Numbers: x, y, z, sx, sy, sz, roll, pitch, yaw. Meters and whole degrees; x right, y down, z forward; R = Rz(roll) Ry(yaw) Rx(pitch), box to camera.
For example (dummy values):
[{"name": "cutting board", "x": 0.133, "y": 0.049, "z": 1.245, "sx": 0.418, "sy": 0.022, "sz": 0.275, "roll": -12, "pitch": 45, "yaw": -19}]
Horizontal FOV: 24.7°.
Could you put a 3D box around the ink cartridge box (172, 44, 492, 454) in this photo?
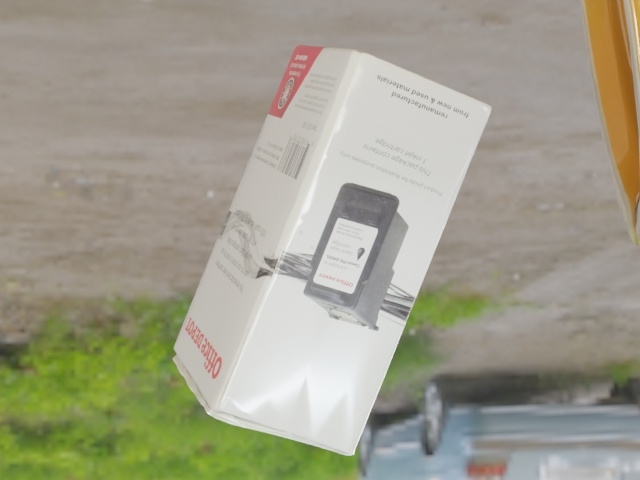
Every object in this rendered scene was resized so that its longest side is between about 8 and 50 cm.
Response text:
[{"name": "ink cartridge box", "x": 0.000, "y": 0.000, "z": 0.605, "sx": 0.063, "sy": 0.150, "sz": 0.109, "roll": 21, "pitch": -176, "yaw": -16}]

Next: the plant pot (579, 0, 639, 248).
[{"name": "plant pot", "x": 0.165, "y": -0.073, "z": 0.371, "sx": 0.188, "sy": 0.205, "sz": 0.205, "roll": -8, "pitch": 166, "yaw": 6}]
